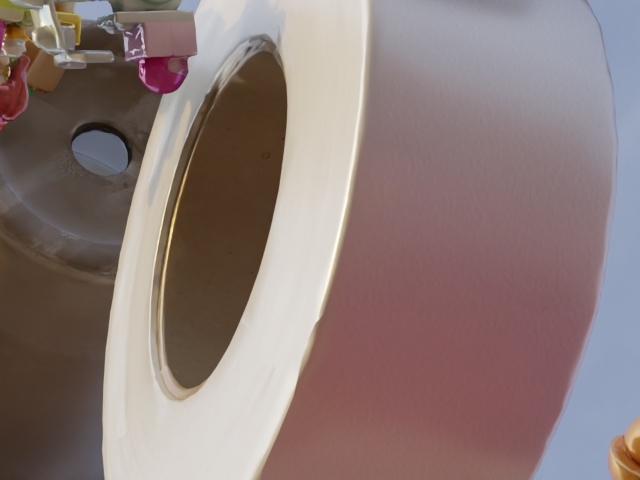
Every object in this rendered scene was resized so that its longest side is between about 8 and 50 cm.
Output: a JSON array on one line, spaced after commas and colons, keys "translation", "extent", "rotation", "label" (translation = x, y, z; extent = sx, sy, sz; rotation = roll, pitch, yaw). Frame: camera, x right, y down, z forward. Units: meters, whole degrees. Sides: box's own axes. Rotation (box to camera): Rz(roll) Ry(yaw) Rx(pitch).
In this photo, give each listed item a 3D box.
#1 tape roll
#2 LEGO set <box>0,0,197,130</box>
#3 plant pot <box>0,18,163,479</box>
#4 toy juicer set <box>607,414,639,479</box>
[{"translation": [0.000, 0.000, 0.574], "extent": [0.100, 0.286, 0.286], "rotation": [14, -67, -20], "label": "tape roll"}, {"translation": [-0.162, -0.072, 0.670], "extent": [0.132, 0.287, 0.107], "rotation": [3, -91, -22], "label": "LEGO set"}, {"translation": [-0.182, 0.007, 0.937], "extent": [0.323, 0.323, 0.280], "rotation": [33, -37, -3], "label": "plant pot"}, {"translation": [0.256, 0.234, 0.883], "extent": [0.209, 0.329, 0.089], "rotation": [-10, -33, 24], "label": "toy juicer set"}]
